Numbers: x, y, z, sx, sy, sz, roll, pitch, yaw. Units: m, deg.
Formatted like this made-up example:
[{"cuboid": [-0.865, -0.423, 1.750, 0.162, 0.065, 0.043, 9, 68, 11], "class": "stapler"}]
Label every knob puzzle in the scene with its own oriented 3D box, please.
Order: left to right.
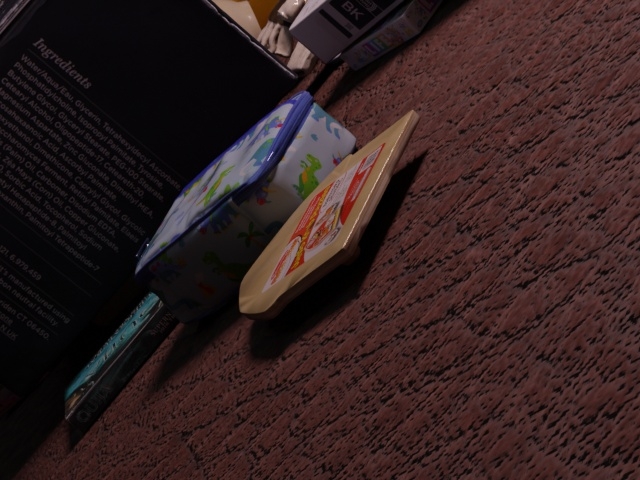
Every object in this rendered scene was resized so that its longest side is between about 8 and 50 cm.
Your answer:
[{"cuboid": [0.000, 0.000, 1.270, 0.213, 0.030, 0.213, -46, 14, 15], "class": "knob puzzle"}]

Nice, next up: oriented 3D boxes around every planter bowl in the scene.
[{"cuboid": [-0.136, -0.284, 2.277, 0.109, 0.162, 0.162, -24, 14, -2], "class": "planter bowl"}]

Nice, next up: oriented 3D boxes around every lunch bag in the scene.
[{"cuboid": [-0.071, -0.032, 1.470, 0.219, 0.090, 0.176, -38, 15, 38], "class": "lunch bag"}]

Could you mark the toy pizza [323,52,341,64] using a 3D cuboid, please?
[{"cuboid": [0.063, -0.292, 1.865, 0.201, 0.032, 0.201, -46, 14, 15], "class": "toy pizza"}]

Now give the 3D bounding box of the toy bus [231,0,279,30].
[{"cuboid": [-0.011, -0.442, 2.360, 0.332, 0.108, 0.130, -39, 17, 38], "class": "toy bus"}]

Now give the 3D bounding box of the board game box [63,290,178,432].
[{"cuboid": [-0.197, 0.107, 1.632, 0.186, 0.026, 0.126, -50, 13, 0], "class": "board game box"}]

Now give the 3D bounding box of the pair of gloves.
[{"cuboid": [-0.007, -0.305, 1.912, 0.204, 0.042, 0.240, -61, 18, 7], "class": "pair of gloves"}]

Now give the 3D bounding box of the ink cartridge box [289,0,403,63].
[{"cuboid": [0.102, -0.319, 1.625, 0.332, 0.065, 0.165, -34, 20, 53], "class": "ink cartridge box"}]

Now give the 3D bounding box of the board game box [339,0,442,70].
[{"cuboid": [0.087, -0.243, 1.664, 0.103, 0.026, 0.154, -56, 14, -22], "class": "board game box"}]

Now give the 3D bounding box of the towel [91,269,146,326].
[{"cuboid": [-0.199, -0.013, 1.928, 0.187, 0.049, 0.282, -46, 15, 19], "class": "towel"}]

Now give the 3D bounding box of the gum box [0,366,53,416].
[{"cuboid": [-0.388, 0.140, 2.083, 0.107, 0.062, 0.188, -42, 15, 27], "class": "gum box"}]

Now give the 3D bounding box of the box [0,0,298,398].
[{"cuboid": [-0.317, -0.133, 1.882, 0.472, 0.297, 0.480, -50, 16, 3], "class": "box"}]
